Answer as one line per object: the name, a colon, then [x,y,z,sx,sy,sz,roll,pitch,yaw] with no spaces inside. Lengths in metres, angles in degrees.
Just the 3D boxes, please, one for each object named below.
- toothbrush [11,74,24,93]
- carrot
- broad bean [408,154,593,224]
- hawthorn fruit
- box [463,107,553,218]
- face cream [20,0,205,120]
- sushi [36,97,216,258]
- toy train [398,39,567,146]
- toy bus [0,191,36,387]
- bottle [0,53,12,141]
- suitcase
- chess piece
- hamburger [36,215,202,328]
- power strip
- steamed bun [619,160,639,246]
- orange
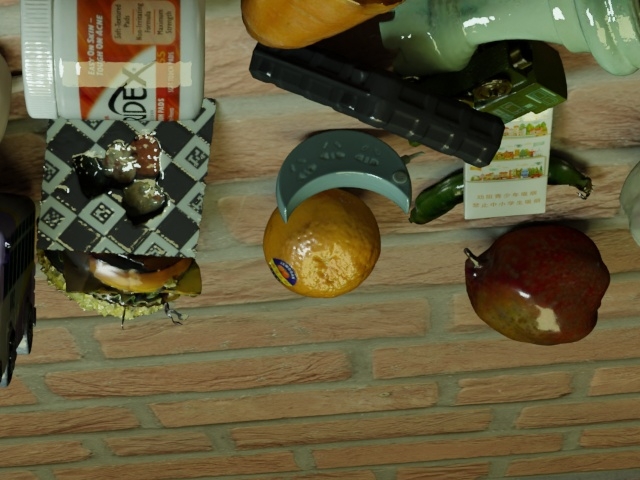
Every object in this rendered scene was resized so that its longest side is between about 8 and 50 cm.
toothbrush: [-0.338,-0.210,1.706,0.307,0.029,0.025,-10,144,18]
carrot: [-0.010,-0.272,1.460,0.159,0.159,0.225,10,154,-27]
broad bean: [0.260,-0.077,2.036,0.292,0.049,0.144,-10,152,15]
hawthorn fruit: [0.339,0.062,2.208,0.248,0.208,0.208,20,151,-10]
box: [0.262,-0.114,1.919,0.122,0.032,0.220,-3,141,3]
face cream: [-0.221,-0.229,1.464,0.187,0.201,0.201,0,155,-8]
sushi: [-0.265,-0.096,1.831,0.220,0.047,0.231,4,110,-16]
toy train: [0.196,-0.188,1.745,0.225,0.090,0.137,-24,152,37]
toy bus: [-0.497,0.052,1.805,0.209,0.249,0.440,3,-173,-6]
bottle: [-0.446,-0.119,1.611,0.147,0.236,0.147,-4,145,-3]
suitcase: [0.062,-0.171,1.610,0.206,0.066,0.285,18,-173,-36]
chess piece: [0.221,-0.262,1.501,0.299,0.194,0.194,-7,157,28]
hamburger: [-0.290,0.021,1.948,0.243,0.261,0.138,5,134,-25]
power strip: [0.043,-0.091,1.877,0.216,0.137,0.044,-6,149,-5]
steamed bun: [0.584,-0.052,1.919,0.206,0.275,0.320,-53,162,24]
orange: [0.002,0.003,2.040,0.177,0.155,0.177,2,119,4]
